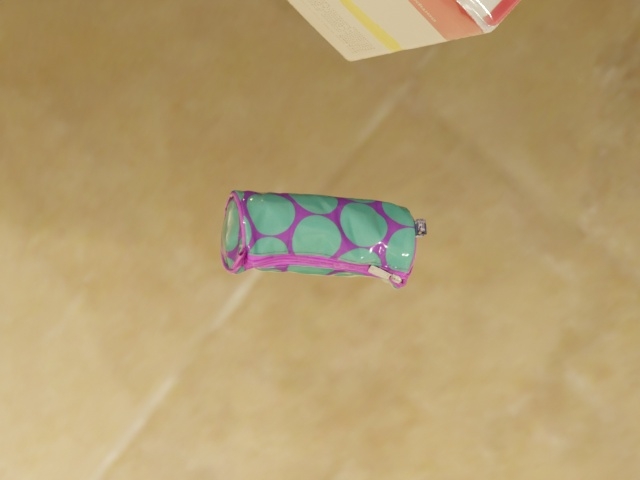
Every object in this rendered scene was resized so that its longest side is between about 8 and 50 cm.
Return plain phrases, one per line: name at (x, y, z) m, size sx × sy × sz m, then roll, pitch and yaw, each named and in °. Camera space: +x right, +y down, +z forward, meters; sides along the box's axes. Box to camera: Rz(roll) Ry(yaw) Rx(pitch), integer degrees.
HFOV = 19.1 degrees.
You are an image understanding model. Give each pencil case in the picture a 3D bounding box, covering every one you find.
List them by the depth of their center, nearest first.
pencil case at (0.000, 0.000, 1.449) m, size 0.151 × 0.064 × 0.070 m, roll 5°, pitch 45°, yaw -20°

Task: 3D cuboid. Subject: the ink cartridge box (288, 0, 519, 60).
ink cartridge box at (0.116, -0.315, 1.681) m, size 0.160 × 0.384 × 0.279 m, roll 44°, pitch 79°, yaw -13°
